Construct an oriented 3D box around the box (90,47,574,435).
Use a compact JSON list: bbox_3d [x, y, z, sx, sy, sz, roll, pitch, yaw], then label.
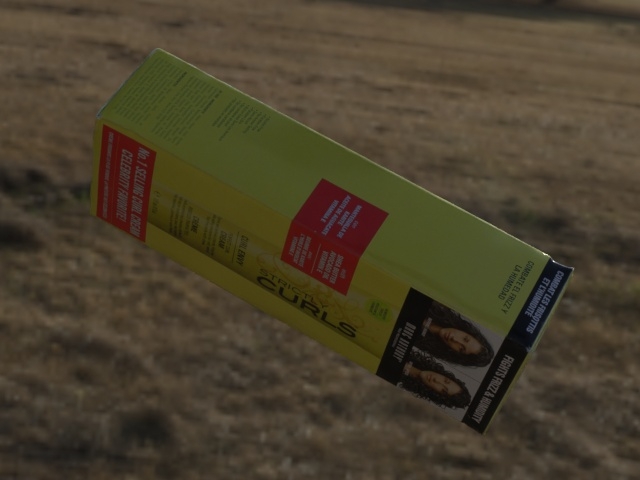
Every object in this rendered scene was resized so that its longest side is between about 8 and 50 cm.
[{"bbox_3d":[0.000,0.000,0.690,0.232,0.087,0.058,30,55,9],"label":"box"}]
